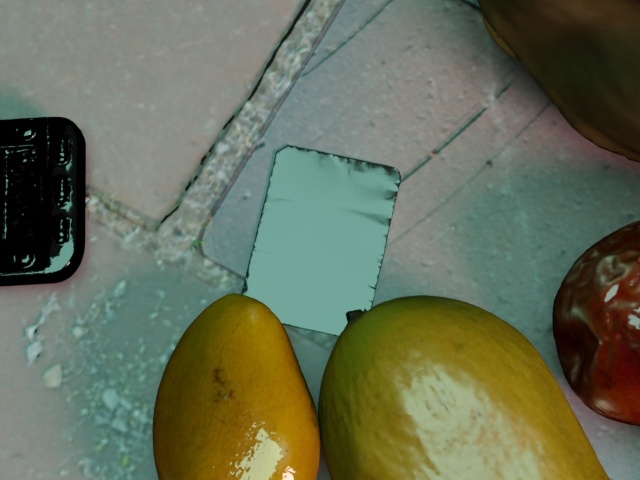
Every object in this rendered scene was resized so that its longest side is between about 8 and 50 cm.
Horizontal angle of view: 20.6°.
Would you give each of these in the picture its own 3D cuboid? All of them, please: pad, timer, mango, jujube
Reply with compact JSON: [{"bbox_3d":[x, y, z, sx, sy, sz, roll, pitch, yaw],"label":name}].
[{"bbox_3d":[0.000,0.000,1.502,0.112,0.003,0.157,13,75,5],"label":"pad"},{"bbox_3d":[-0.292,-0.028,1.495,0.187,0.055,0.144,-3,72,5],"label":"timer"},{"bbox_3d":[0.119,0.191,1.374,0.195,0.142,0.331,-29,76,0],"label":"mango"},{"bbox_3d":[0.302,0.056,1.408,0.236,0.168,0.168,-20,74,-19],"label":"jujube"},{"bbox_3d":[-0.070,0.144,1.400,0.102,0.141,0.217,16,64,-35],"label":"mango"}]

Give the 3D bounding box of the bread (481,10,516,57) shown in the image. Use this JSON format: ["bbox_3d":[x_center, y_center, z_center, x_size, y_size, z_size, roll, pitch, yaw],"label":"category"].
[{"bbox_3d":[0.274,-0.272,1.527,0.142,0.091,0.305,36,78,16],"label":"bread"}]

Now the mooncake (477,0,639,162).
[{"bbox_3d":[0.345,-0.274,1.363,0.467,0.262,0.467,0,90,-20],"label":"mooncake"}]
